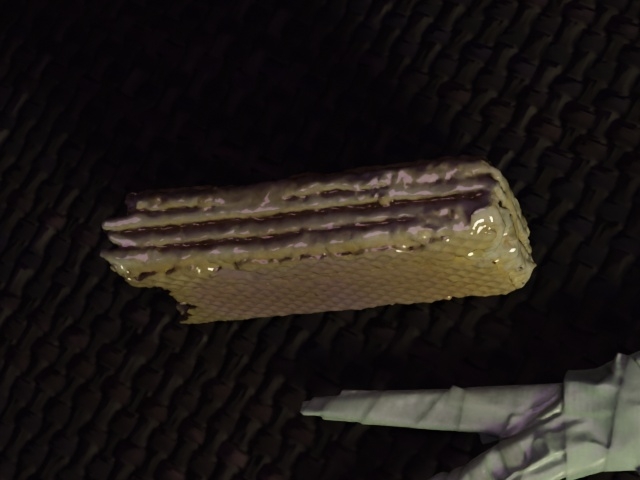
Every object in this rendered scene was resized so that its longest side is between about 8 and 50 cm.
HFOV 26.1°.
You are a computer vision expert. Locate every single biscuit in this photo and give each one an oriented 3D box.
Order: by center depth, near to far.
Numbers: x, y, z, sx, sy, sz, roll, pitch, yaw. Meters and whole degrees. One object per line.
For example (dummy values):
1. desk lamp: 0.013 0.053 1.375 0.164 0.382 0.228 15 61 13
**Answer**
1. biscuit: 0.000 0.000 0.811 0.239 0.108 0.062 -6 68 18

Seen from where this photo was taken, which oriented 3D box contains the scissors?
1. scissors: 0.172 0.090 0.763 0.383 0.029 0.256 -14 67 16
